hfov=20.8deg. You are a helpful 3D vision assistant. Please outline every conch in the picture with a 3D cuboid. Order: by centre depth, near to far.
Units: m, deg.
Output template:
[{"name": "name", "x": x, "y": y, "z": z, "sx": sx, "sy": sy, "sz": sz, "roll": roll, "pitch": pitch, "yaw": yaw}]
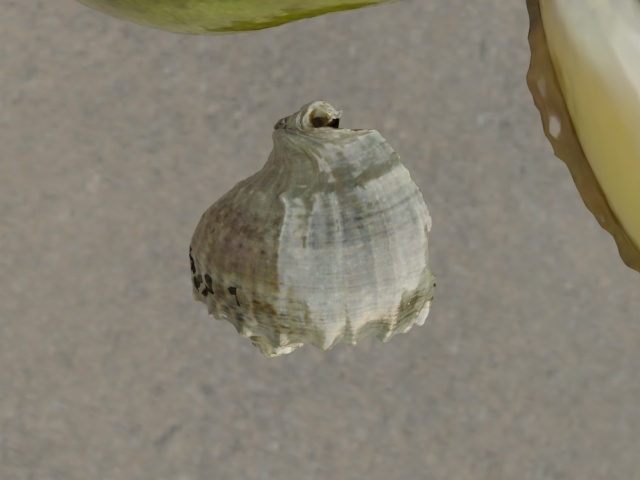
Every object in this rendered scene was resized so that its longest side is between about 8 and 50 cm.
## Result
[{"name": "conch", "x": 0.000, "y": 0.000, "z": 1.087, "sx": 0.155, "sy": 0.130, "sz": 0.207, "roll": 12, "pitch": 125, "yaw": -8}]

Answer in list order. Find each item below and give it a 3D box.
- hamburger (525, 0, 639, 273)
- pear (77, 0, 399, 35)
[{"name": "hamburger", "x": 0.208, "y": -0.081, "z": 0.378, "sx": 0.302, "sy": 0.186, "sz": 0.261, "roll": 23, "pitch": 65, "yaw": 0}, {"name": "pear", "x": -0.039, "y": -0.266, "z": 0.748, "sx": 0.352, "sy": 0.413, "sz": 0.352, "roll": 13, "pitch": 90, "yaw": -70}]
